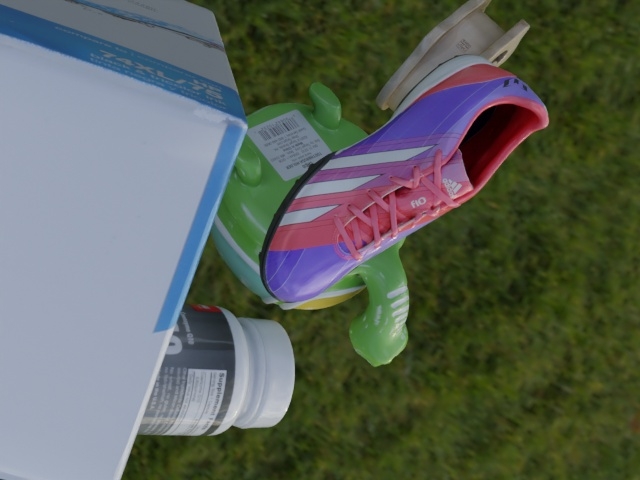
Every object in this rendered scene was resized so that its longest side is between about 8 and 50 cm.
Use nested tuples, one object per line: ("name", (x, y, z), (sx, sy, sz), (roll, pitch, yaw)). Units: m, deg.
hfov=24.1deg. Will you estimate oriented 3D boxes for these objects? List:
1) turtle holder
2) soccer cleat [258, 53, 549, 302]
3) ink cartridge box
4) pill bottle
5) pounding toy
("turtle holder", (0.002, -0.016, 1.893), (0.243, 0.320, 0.227), (-63, -178, -39))
("soccer cleat", (0.077, -0.051, 1.428), (0.318, 0.116, 0.108), (-42, 129, -10))
("ink cartridge box", (-0.168, -0.036, 0.765), (0.197, 0.270, 0.198), (17, 106, -13))
("pill bottle", (-0.186, 0.154, 1.813), (0.283, 0.161, 0.161), (5, 106, -30))
("pounding toy", (0.180, -0.189, 1.911), (0.269, 0.155, 0.154), (-42, 172, -40))
